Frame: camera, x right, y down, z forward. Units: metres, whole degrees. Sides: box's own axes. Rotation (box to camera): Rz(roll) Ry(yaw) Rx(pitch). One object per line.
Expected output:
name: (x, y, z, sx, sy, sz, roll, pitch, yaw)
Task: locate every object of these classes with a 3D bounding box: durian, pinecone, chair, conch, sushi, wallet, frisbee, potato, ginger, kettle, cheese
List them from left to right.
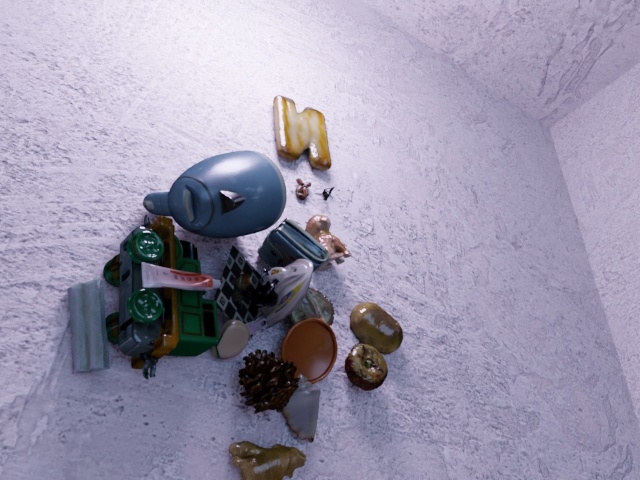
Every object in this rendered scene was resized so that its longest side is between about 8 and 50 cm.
kettle: (-0.311, -0.115, 1.523, 0.342, 0.319, 0.247, -24, 110, -62)
sushi: (-0.239, 0.147, 1.549, 0.193, 0.040, 0.210, 54, 33, -40)
cheese: (-0.219, 0.245, 1.460, 0.171, 0.047, 0.092, -42, 122, -20)
pinecone: (-0.138, 0.361, 1.418, 0.173, 0.173, 0.174, 21, 50, -27)
ginger: (-0.125, 0.554, 1.344, 0.205, 0.081, 0.115, 13, 22, -23)
wallet: (-0.086, 0.038, 1.610, 0.176, 0.250, 0.075, 39, 64, -3)
conch: (-0.052, 0.453, 1.491, 0.104, 0.094, 0.176, 9, 82, -50)
durian: (-0.045, 0.199, 1.642, 0.148, 0.091, 0.189, -22, 99, -24)
frisbee: (-0.035, 0.318, 1.582, 0.192, 0.035, 0.192, 1, 88, -32)
chair: (0.022, -0.170, 1.999, 0.086, 0.037, 0.042, -9, 55, -38)
potato: (0.192, 0.281, 1.795, 0.200, 0.081, 0.164, 35, 46, -11)

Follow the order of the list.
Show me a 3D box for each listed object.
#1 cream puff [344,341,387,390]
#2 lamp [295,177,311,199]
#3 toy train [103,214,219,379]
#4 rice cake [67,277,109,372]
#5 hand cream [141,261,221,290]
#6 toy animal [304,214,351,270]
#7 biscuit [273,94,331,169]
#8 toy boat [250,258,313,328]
cream puff: (0.133, 0.387, 1.668, 0.149, 0.084, 0.149, 24, 44, -26)
lamp: (-0.063, -0.179, 1.945, 0.063, 0.031, 0.083, 20, 54, -25)
toy train: (-0.385, 0.132, 1.362, 0.249, 0.178, 0.429, 15, 53, -39)
rice cake: (-0.534, 0.196, 1.262, 0.040, 0.085, 0.226, 65, 9, -66)
hand cream: (-0.327, 0.092, 1.301, 0.216, 0.038, 0.052, 14, 28, -49)
toy animal: (-0.014, 0.004, 1.808, 0.183, 0.104, 0.185, -14, 75, -37)
biscuit: (-0.071, -0.405, 2.070, 0.236, 0.062, 0.291, 12, 54, -34)
toy boat: (-0.113, 0.135, 1.510, 0.140, 0.269, 0.141, 12, 51, -15)
